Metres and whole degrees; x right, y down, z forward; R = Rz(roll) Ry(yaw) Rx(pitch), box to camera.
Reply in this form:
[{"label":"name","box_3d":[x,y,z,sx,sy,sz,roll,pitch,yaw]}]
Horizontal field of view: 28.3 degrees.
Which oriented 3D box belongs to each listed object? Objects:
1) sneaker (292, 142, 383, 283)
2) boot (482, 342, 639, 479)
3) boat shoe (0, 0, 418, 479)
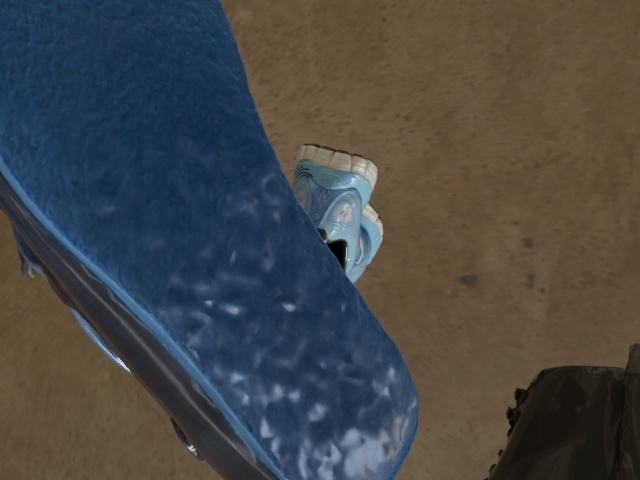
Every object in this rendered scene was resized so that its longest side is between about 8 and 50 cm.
[{"label":"sneaker","box_3d":[0.000,0.000,0.817,0.063,0.162,0.073,14,70,11]},{"label":"boot","box_3d":[0.086,0.130,0.613,0.077,0.198,0.137,20,67,-40]},{"label":"boat shoe","box_3d":[-0.067,-0.009,0.391,0.109,0.089,0.258,-39,114,-34]}]
